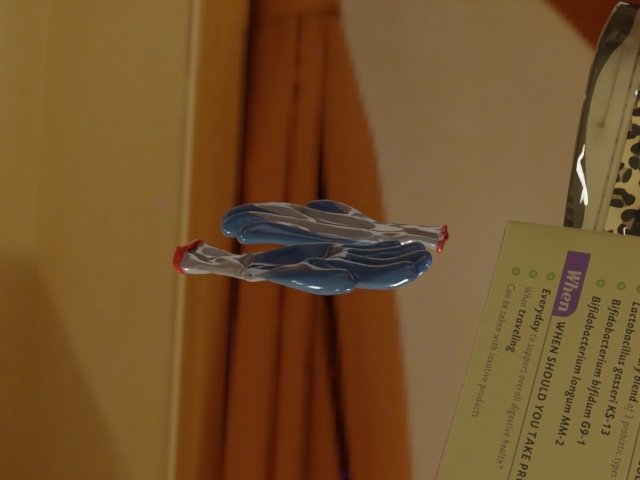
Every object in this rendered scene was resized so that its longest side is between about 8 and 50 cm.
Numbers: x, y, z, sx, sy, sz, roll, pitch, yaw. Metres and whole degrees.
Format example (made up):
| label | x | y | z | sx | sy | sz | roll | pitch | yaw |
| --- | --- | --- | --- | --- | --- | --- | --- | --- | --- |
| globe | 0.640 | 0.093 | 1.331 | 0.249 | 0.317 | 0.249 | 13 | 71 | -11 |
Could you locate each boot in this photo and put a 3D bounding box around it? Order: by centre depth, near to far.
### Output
| label | x | y | z | sx | sy | sz | roll | pitch | yaw |
| --- | --- | --- | --- | --- | --- | --- | --- | --- | --- |
| boot | 0.330 | 0.013 | 1.393 | 0.284 | 0.377 | 0.138 | 9 | -154 | 13 |

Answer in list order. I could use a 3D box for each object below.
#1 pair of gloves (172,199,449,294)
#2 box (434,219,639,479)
| label | x | y | z | sx | sy | sz | roll | pitch | yaw |
| --- | --- | --- | --- | --- | --- | --- | --- | --- | --- |
| pair of gloves | 0.000 | 0.000 | 1.169 | 0.159 | 0.023 | 0.198 | 4 | -166 | 12 |
| box | 0.195 | 0.122 | 0.943 | 0.243 | 0.214 | 0.117 | 8 | 155 | 23 |
